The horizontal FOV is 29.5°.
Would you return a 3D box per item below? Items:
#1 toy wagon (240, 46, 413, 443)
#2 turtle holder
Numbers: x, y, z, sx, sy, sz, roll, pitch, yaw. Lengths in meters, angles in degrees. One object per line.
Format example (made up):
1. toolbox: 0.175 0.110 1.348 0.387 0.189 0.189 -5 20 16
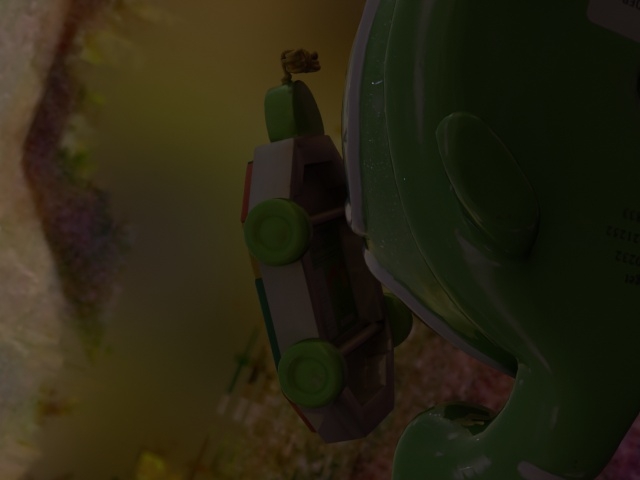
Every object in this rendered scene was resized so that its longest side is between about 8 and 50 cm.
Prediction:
1. toy wagon: 0.000 0.000 1.099 0.267 0.068 0.344 -20 -84 -72
2. turtle holder: 0.127 -0.026 0.590 0.227 0.243 0.320 166 91 -71
